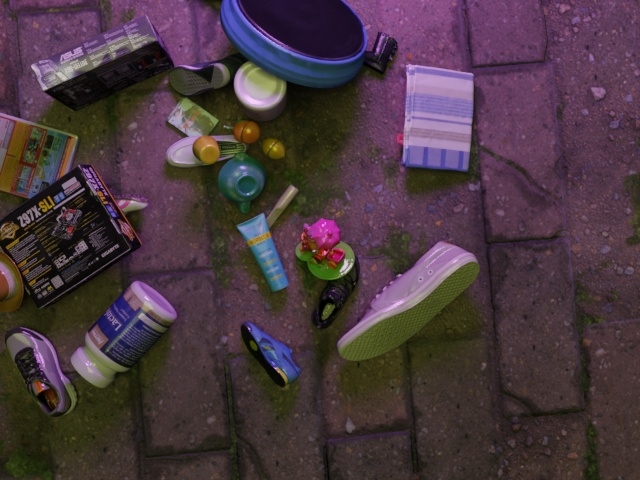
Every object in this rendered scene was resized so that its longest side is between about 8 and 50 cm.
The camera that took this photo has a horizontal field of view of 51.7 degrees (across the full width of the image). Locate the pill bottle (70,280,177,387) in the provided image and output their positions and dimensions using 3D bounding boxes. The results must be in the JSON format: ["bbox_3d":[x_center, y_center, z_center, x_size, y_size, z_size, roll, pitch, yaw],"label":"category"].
[{"bbox_3d":[-0.519,0.249,1.740,0.153,0.153,0.264,42,87,-2],"label":"pill bottle"}]

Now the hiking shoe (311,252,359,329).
[{"bbox_3d":[0.049,0.140,1.787,0.086,0.114,0.226,24,88,-3],"label":"hiking shoe"}]

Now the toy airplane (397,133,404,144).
[{"bbox_3d":[0.286,-0.286,1.845,0.151,0.028,0.151,0,91,-9],"label":"toy airplane"}]

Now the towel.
[{"bbox_3d":[0.323,-0.334,1.820,0.209,0.034,0.284,2,91,-17],"label":"towel"}]

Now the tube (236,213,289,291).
[{"bbox_3d":[-0.149,0.036,1.796,0.080,0.052,0.207,-25,99,-11],"label":"tube"}]

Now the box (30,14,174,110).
[{"bbox_3d":[-0.548,-0.449,1.701,0.308,0.242,0.076,-25,91,-2],"label":"box"}]

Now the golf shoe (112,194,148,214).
[{"bbox_3d":[-0.552,-0.082,1.788,0.186,0.067,0.085,-4,96,7],"label":"golf shoe"}]

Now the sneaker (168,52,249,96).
[{"bbox_3d":[-0.289,-0.453,1.796,0.226,0.163,0.086,7,118,35],"label":"sneaker"}]

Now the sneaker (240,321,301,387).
[{"bbox_3d":[-0.135,0.300,1.810,0.082,0.069,0.209,-35,81,-35],"label":"sneaker"}]

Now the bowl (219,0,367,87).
[{"bbox_3d":[-0.058,-0.551,1.687,0.391,0.077,0.391,15,48,-17],"label":"bowl"}]

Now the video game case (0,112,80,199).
[{"bbox_3d":[-0.822,-0.227,1.793,0.285,0.025,0.204,16,88,-2],"label":"video game case"}]

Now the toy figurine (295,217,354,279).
[{"bbox_3d":[0.000,0.000,1.739,0.173,0.159,0.130,23,61,24],"label":"toy figurine"}]

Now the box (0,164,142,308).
[{"bbox_3d":[-0.672,-0.008,1.739,0.322,0.079,0.257,-32,89,11],"label":"box"}]

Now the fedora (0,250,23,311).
[{"bbox_3d":[-0.869,0.113,1.727,0.194,0.079,0.194,7,108,22],"label":"fedora"}]

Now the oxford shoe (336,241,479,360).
[{"bbox_3d":[0.225,0.166,1.798,0.449,0.169,0.130,-40,50,5],"label":"oxford shoe"}]

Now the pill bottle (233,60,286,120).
[{"bbox_3d":[-0.152,-0.382,1.725,0.131,0.229,0.131,0,90,-3],"label":"pill bottle"}]

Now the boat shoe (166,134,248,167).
[{"bbox_3d":[-0.308,-0.247,1.784,0.226,0.076,0.083,-15,106,-3],"label":"boat shoe"}]

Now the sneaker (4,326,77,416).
[{"bbox_3d":[-0.746,0.348,1.752,0.100,0.108,0.271,-34,90,-1],"label":"sneaker"}]

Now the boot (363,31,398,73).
[{"bbox_3d":[0.150,-0.531,1.833,0.121,0.045,0.099,25,91,-9],"label":"boot"}]

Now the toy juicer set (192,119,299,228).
[{"bbox_3d":[-0.176,-0.180,1.775,0.209,0.089,0.329,-35,121,-4],"label":"toy juicer set"}]

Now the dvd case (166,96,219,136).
[{"bbox_3d":[-0.352,-0.331,1.823,0.119,0.013,0.087,36,88,-1],"label":"dvd case"}]
